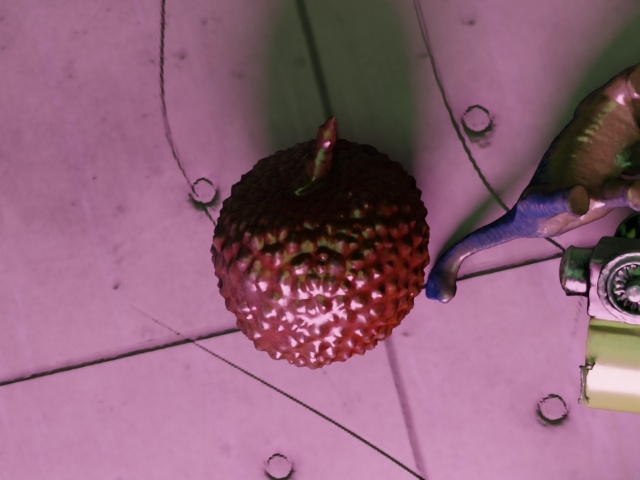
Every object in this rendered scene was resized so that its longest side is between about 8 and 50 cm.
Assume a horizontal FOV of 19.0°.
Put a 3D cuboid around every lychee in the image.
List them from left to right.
[{"bbox_3d":[0.000,0.000,1.374,0.165,0.165,0.197,1,130,16],"label":"lychee"}]

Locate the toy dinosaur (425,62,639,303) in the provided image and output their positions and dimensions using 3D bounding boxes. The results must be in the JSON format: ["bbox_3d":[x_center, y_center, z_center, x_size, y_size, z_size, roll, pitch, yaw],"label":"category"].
[{"bbox_3d":[0.176,-0.064,1.387,0.075,0.188,0.248,32,73,-25],"label":"toy dinosaur"}]

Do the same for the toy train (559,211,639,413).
[{"bbox_3d":[0.292,0.069,1.345,0.253,0.105,0.157,6,113,15],"label":"toy train"}]
